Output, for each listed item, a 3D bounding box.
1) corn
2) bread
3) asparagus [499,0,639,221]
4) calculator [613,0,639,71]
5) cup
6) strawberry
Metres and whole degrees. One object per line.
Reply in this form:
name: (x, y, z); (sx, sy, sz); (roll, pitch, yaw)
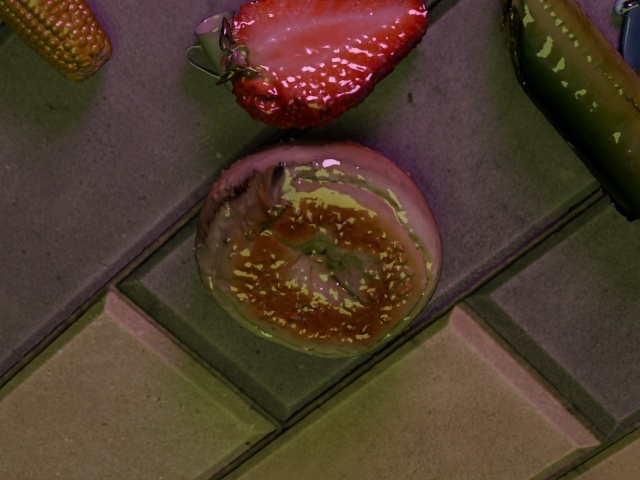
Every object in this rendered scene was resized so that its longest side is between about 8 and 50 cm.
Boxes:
corn: (-0.337, -0.290, 1.210); (0.097, 0.097, 0.262); (-30, 117, 18)
bread: (0.000, 0.000, 1.321); (0.305, 0.159, 0.306); (2, 123, 3)
asparagus: (0.293, -0.182, 1.229); (0.382, 0.108, 0.128); (45, 156, -19)
calculator: (0.382, -0.252, 1.237); (0.094, 0.019, 0.141); (1, 118, 2)
cup: (-0.113, -0.215, 1.258); (0.075, 0.054, 0.083); (-33, 119, -11)
strawberry: (-0.001, -0.201, 1.237); (0.235, 0.175, 0.107); (4, 161, -6)
